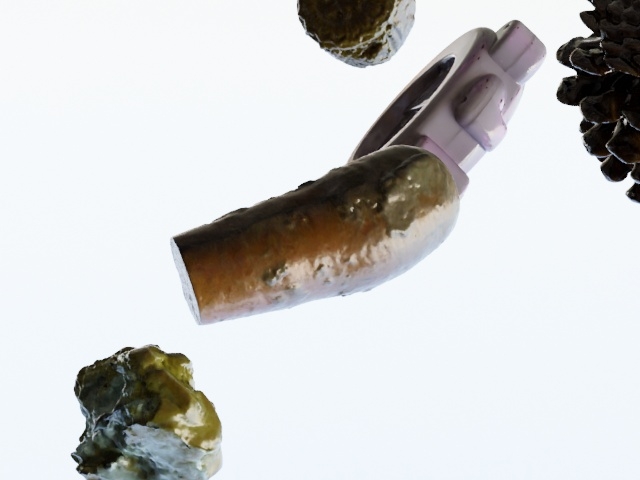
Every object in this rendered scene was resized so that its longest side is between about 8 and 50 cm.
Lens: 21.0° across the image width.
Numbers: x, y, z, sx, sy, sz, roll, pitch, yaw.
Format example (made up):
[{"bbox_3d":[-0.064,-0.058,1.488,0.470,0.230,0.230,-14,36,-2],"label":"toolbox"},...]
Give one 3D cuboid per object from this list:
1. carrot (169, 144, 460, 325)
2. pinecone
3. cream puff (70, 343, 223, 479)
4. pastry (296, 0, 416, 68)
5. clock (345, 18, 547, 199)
[{"bbox_3d":[0.000,0.000,1.769,0.302,0.138,0.139,-22,-157,-14],"label":"carrot"},{"bbox_3d":[0.287,-0.120,1.385,0.208,0.207,0.208,4,-164,-1],"label":"pinecone"},{"bbox_3d":[-0.150,0.155,1.543,0.121,0.156,0.156,13,-170,-29],"label":"cream puff"},{"bbox_3d":[0.032,-0.205,1.515,0.097,0.109,0.057,-29,161,16],"label":"pastry"},{"bbox_3d":[0.161,-0.153,2.372,0.113,0.322,0.295,42,165,-11],"label":"clock"}]
